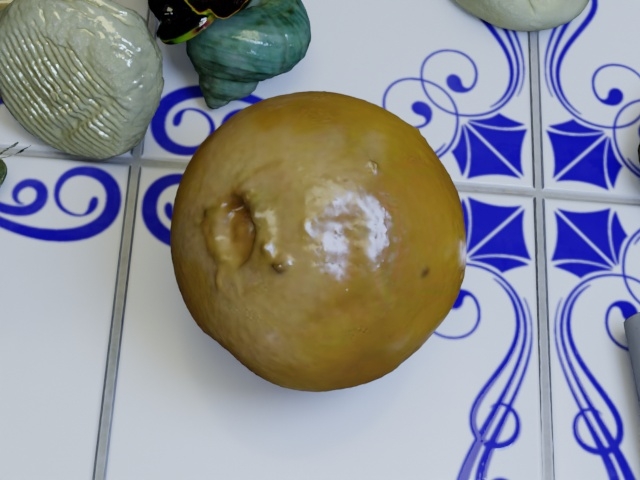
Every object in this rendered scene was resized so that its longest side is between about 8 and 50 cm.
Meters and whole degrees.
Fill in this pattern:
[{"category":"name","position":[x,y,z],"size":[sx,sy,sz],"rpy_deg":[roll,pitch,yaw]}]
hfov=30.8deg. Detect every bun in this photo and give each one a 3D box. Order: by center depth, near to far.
[{"category":"bun","position":[-0.275,-0.210,1.356],"size":[0.220,0.220,0.134],"rpy_deg":[27,44,5]},{"category":"bun","position":[0.267,-0.388,1.516],"size":[0.229,0.145,0.229],"rpy_deg":[3,64,-6]}]

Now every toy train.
[{"category":"toy train","position":[-0.154,-0.351,1.406],"size":[0.160,0.100,0.296],"rpy_deg":[-31,36,13]}]

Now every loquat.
[{"category":"loquat","position":[0.000,0.000,1.228],"size":[0.328,0.328,0.328],"rpy_deg":[2,67,-5]}]

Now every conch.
[{"category":"conch","position":[-0.093,-0.259,1.435],"size":[0.176,0.122,0.188],"rpy_deg":[24,63,27]}]

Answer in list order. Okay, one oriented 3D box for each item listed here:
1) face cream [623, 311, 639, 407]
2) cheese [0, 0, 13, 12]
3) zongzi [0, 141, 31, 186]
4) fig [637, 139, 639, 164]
[{"category":"face cream","position":[0.409,0.187,1.312],"size":[0.096,0.096,0.214],"rpy_deg":[-3,68,-7]},{"category":"cheese","position":[-0.489,-0.358,1.442],"size":[0.384,0.104,0.384],"rpy_deg":[2,67,-5]},{"category":"zongzi","position":[-0.390,-0.039,1.360],"size":[0.154,0.062,0.130],"rpy_deg":[-30,94,-33]},{"category":"fig","position":[0.527,-0.102,1.434],"size":[0.235,0.203,0.203],"rpy_deg":[28,60,-38]}]
